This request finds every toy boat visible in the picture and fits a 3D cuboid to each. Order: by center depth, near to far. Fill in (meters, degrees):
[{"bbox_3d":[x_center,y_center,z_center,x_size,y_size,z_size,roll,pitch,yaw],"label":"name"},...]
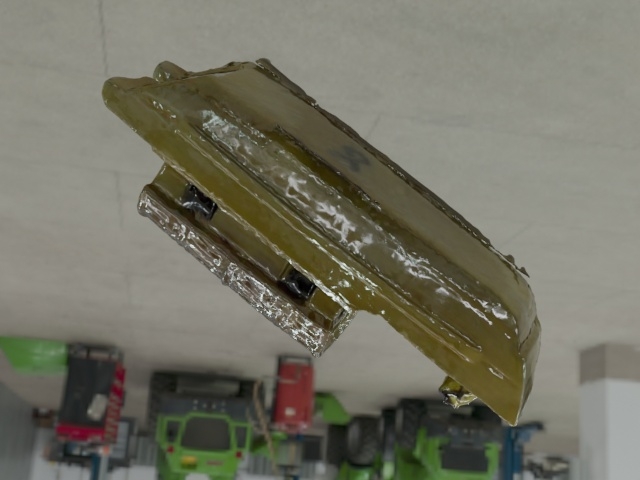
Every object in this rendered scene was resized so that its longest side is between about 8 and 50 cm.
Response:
[{"bbox_3d":[0.000,0.000,0.433,0.226,0.088,0.068,39,-153,7],"label":"toy boat"}]
